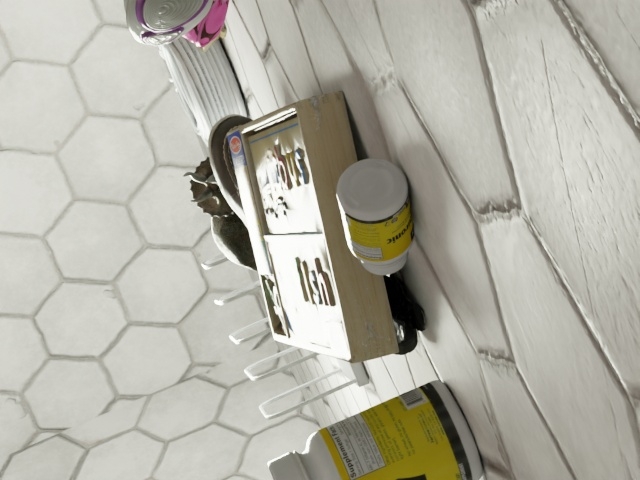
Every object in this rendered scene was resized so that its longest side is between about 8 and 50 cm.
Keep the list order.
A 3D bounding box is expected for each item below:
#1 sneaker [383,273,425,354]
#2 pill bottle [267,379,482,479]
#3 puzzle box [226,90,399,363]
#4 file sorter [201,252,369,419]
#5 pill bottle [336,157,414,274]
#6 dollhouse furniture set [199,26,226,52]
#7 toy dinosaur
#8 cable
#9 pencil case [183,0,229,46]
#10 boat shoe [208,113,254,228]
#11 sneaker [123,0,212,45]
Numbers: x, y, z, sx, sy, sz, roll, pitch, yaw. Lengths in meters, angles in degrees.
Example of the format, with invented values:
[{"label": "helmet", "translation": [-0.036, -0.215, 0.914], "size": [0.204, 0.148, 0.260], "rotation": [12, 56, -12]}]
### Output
[{"label": "sneaker", "translation": [0.066, 0.059, 1.592], "size": [0.170, 0.051, 0.089], "rotation": [55, 167, 43]}, {"label": "pill bottle", "translation": [0.057, 0.242, 1.571], "size": [0.119, 0.208, 0.119], "rotation": [157, 90, -84]}, {"label": "puzzle box", "translation": [-0.019, -0.013, 1.636], "size": [0.409, 0.052, 0.272], "rotation": [175, 82, -77]}, {"label": "file sorter", "translation": [-0.064, 0.125, 2.361], "size": [0.193, 0.173, 0.277], "rotation": [-176, 64, -83]}, {"label": "pill bottle", "translation": [0.052, -0.018, 1.343], "size": [0.116, 0.065, 0.065], "rotation": [77, 169, -57]}, {"label": "dollhouse furniture set", "translation": [-0.192, -0.383, 2.171], "size": [0.161, 0.101, 0.182], "rotation": [42, 172, 1]}, {"label": "toy dinosaur", "translation": [-0.104, -0.037, 2.176], "size": [0.313, 0.160, 0.121], "rotation": [75, 170, -48]}, {"label": "cable", "translation": [-0.197, -0.273, 2.466], "size": [0.257, 0.089, 0.257], "rotation": [88, 157, -71]}, {"label": "pencil case", "translation": [-0.217, -0.359, 2.014], "size": [0.209, 0.098, 0.095], "rotation": [36, -157, 8]}, {"label": "boat shoe", "translation": [-0.044, -0.027, 2.022], "size": [0.095, 0.112, 0.335], "rotation": [26, 147, 54]}, {"label": "sneaker", "translation": [-0.199, -0.391, 1.890], "size": [0.305, 0.114, 0.152], "rotation": [102, 157, -44]}]
